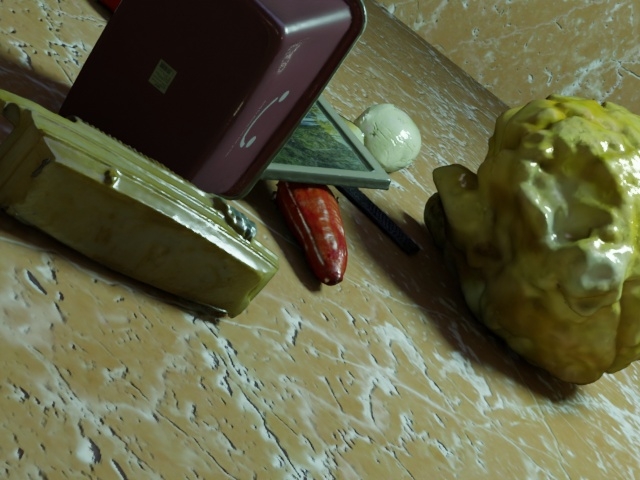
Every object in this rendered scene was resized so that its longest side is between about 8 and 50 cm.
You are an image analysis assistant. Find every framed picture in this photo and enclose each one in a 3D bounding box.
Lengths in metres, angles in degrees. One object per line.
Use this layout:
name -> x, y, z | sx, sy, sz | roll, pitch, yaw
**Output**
framed picture -> -0.078, -0.160, 1.462 | 0.241, 0.020, 0.324 | 5, 31, -29

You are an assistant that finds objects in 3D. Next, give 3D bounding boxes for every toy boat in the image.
toy boat -> -0.168, -0.033, 1.019 | 0.310, 0.089, 0.115 | 27, 19, -34

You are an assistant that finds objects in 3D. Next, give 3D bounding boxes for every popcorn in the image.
popcorn -> 0.355, -0.004, 1.591 | 0.390, 0.354, 0.344 | 29, 13, -37

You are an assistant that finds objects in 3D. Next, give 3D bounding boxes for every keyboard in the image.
keyboard -> 0.078, -0.037, 1.649 | 0.155, 0.010, 0.053 | 44, 20, 12

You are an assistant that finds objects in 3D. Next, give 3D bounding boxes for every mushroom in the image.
mushroom -> 0.269, -0.001, 1.833 | 0.312, 0.081, 0.099 | 21, 44, -48

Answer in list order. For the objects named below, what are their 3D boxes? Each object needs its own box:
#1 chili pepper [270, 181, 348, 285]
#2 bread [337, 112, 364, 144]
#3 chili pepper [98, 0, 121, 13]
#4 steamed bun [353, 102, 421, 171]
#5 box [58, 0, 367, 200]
chili pepper -> -0.001, -0.003, 1.336 | 0.088, 0.065, 0.169 | 28, 25, -32
bread -> -0.019, -0.141, 1.581 | 0.157, 0.083, 0.094 | 22, 23, -8
chili pepper -> -0.253, -0.315, 1.574 | 0.191, 0.050, 0.059 | 39, 28, 19
steamed bun -> 0.112, -0.168, 1.898 | 0.112, 0.091, 0.130 | 47, 19, 15
box -> -0.116, -0.172, 1.162 | 0.193, 0.294, 0.167 | 43, 29, 9
